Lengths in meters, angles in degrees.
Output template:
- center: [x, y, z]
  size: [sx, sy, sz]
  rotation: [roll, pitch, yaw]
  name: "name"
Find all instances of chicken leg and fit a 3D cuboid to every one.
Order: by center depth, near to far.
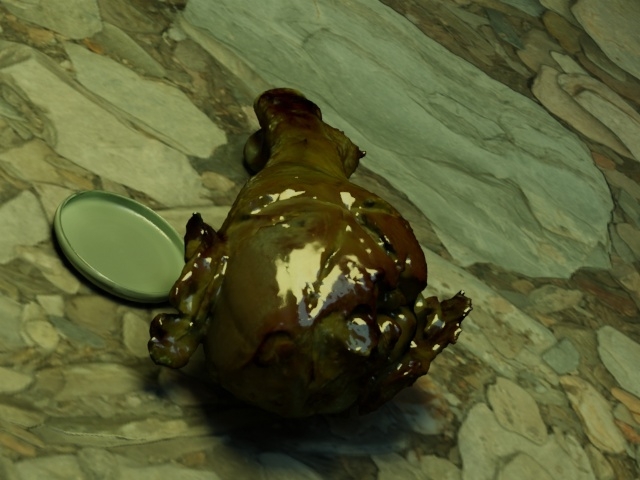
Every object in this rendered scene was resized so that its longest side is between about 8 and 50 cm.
- center: [0.013, 0.004, 1.274]
  size: [0.211, 0.140, 0.361]
  rotation: [31, 31, -5]
  name: "chicken leg"

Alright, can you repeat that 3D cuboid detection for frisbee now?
- center: [-0.143, 0.004, 1.249]
  size: [0.110, 0.014, 0.110]
  rotation: [24, 32, -16]
  name: "frisbee"
